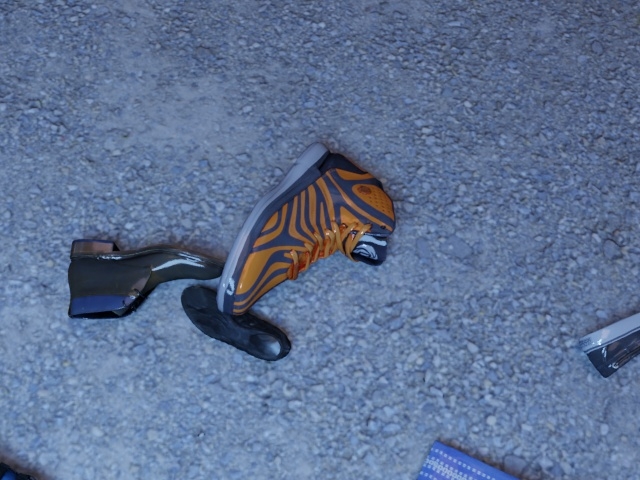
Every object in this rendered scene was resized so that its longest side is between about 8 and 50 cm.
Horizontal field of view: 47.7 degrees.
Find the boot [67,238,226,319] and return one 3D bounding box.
[{"bbox_3d":[-0.239,0.063,0.989,0.219,0.082,0.106,4,73,6],"label":"boot"}]

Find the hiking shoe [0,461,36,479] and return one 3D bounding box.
[{"bbox_3d":[-0.391,0.304,0.840,0.132,0.113,0.304,-13,53,-46],"label":"hiking shoe"}]

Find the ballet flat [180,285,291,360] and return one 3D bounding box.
[{"bbox_3d":[-0.119,0.116,0.992,0.173,0.049,0.057,29,91,15],"label":"ballet flat"}]

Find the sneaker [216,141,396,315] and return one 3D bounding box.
[{"bbox_3d":[0.000,0.000,0.999,0.180,0.125,0.321,28,56,8],"label":"sneaker"}]

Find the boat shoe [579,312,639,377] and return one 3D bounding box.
[{"bbox_3d":[0.480,0.132,1.022,0.228,0.080,0.076,-18,72,-14],"label":"boat shoe"}]

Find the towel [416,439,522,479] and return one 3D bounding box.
[{"bbox_3d":[0.163,0.414,0.813,0.243,0.040,0.336,18,60,29],"label":"towel"}]
